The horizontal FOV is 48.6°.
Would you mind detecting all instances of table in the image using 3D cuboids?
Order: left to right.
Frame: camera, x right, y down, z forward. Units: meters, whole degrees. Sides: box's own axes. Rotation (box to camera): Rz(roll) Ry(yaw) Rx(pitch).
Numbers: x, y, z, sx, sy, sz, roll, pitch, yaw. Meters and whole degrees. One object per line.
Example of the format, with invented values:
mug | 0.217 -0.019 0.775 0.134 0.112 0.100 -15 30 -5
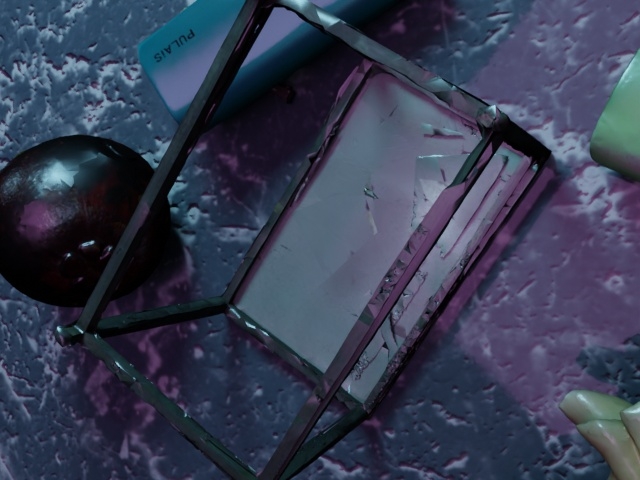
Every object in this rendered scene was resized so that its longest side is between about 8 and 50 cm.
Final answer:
table | 0.000 0.000 0.618 0.222 0.272 0.335 36 105 19

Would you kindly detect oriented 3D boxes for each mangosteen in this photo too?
mangosteen | -0.266 -0.025 0.781 0.210 0.210 0.210 1 92 23

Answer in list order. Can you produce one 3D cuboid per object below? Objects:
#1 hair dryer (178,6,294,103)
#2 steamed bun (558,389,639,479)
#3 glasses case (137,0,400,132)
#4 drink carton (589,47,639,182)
hair dryer | -0.099 -0.185 0.780 0.154 0.054 0.106 23 105 17
steamed bun | 0.318 0.214 0.523 0.428 0.247 0.189 -1 67 27
glasses case | -0.039 -0.233 0.707 0.301 0.070 0.117 -32 94 16
drink carton | 0.305 -0.081 0.561 0.142 0.146 0.144 31 103 28
